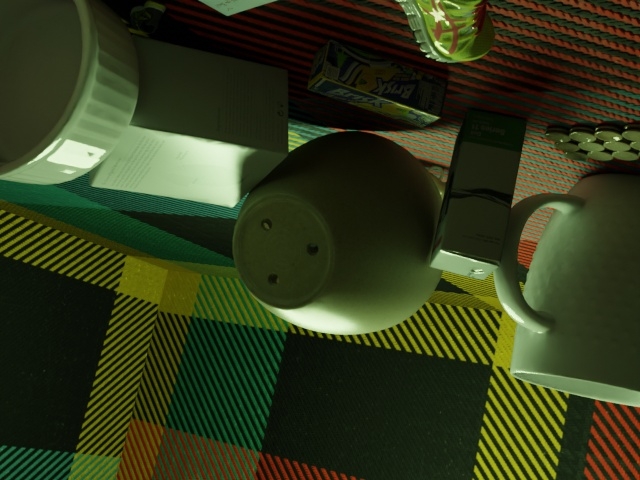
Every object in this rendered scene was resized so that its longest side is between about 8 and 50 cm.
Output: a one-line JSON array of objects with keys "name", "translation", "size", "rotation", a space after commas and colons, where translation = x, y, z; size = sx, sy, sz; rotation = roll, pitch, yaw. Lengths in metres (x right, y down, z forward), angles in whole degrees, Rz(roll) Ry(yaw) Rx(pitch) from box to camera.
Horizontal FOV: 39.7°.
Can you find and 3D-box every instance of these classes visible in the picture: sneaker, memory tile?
[{"name": "sneaker", "translation": [-0.223, -0.277, 1.121], "size": [0.031, 0.035, 0.083], "rotation": [18, 168, -26]}, {"name": "memory tile", "translation": [0.393, -0.134, 1.223], "size": [0.148, 0.012, 0.113], "rotation": [5, 167, 39]}, {"name": "sneaker", "translation": [0.131, -0.231, 0.839], "size": [0.094, 0.081, 0.208], "rotation": [3, 165, 33]}]

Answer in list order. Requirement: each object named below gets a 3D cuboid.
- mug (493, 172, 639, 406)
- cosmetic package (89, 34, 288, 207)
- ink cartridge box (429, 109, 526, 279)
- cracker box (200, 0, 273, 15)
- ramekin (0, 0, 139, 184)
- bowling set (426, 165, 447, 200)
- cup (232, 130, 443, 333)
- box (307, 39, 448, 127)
[{"name": "mug", "translation": [0.419, 0.062, 1.360], "size": [0.374, 0.328, 0.276], "rotation": [18, 168, -26]}, {"name": "cosmetic package", "translation": [-0.190, -0.159, 1.253], "size": [0.225, 0.138, 0.224], "rotation": [7, 160, -25]}, {"name": "ink cartridge box", "translation": [0.223, -0.060, 1.269], "size": [0.087, 0.208, 0.153], "rotation": [12, 169, 3]}, {"name": "cracker box", "translation": [-0.125, -0.298, 0.818], "size": [0.232, 0.067, 0.156], "rotation": [22, 166, -39]}, {"name": "ramekin", "translation": [-0.355, -0.199, 1.075], "size": [0.277, 0.277, 0.135], "rotation": [8, 177, 23]}, {"name": "bowling set", "translation": [0.169, -0.041, 1.639], "size": [0.154, 0.287, 0.200], "rotation": [22, -150, -5]}, {"name": "cup", "translation": [0.000, 0.000, 1.346], "size": [0.331, 0.331, 0.237], "rotation": [7, -170, 26]}, {"name": "box", "translation": [0.074, -0.199, 1.139], "size": [0.169, 0.054, 0.059], "rotation": [16, 168, -17]}]
